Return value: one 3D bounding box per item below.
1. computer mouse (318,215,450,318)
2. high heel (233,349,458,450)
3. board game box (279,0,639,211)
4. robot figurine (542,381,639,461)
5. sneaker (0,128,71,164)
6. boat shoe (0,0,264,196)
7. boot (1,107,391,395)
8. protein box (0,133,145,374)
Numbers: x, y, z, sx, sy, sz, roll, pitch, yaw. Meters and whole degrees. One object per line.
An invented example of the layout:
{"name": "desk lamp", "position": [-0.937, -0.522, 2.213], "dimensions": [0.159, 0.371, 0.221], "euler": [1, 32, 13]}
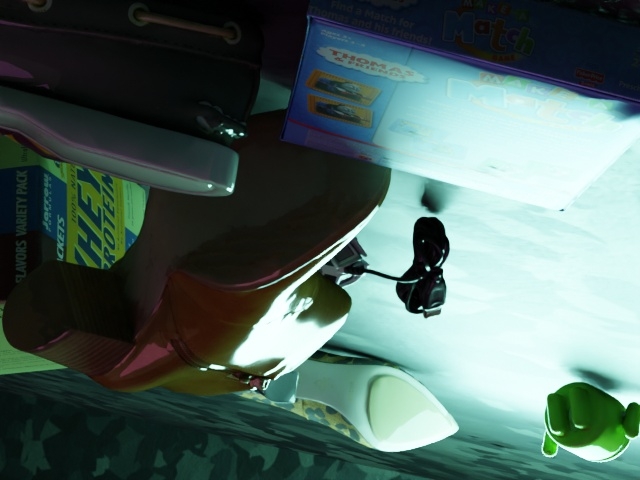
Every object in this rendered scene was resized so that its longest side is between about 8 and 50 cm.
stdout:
{"name": "computer mouse", "position": [0.000, 0.000, 1.234], "dimensions": [0.193, 0.042, 0.106], "euler": [14, 152, 14]}
{"name": "high heel", "position": [0.011, 0.161, 1.937], "dimensions": [0.261, 0.093, 0.186], "euler": [17, 180, -27]}
{"name": "board game box", "position": [0.066, -0.070, 0.841], "dimensions": [0.160, 0.039, 0.211], "euler": [14, 169, -2]}
{"name": "robot figurine", "position": [0.261, 0.176, 1.702], "dimensions": [0.101, 0.067, 0.115], "euler": [-19, 153, 26]}
{"name": "sneaker", "position": [-0.144, -0.078, 0.982], "dimensions": [0.084, 0.070, 0.185], "euler": [12, 168, -13]}
{"name": "boat shoe", "position": [-0.175, -0.106, 0.835], "dimensions": [0.305, 0.091, 0.109], "euler": [18, 173, -14]}
{"name": "boot", "position": [-0.033, 0.016, 1.100], "dimensions": [0.295, 0.104, 0.211], "euler": [-27, 156, 28]}
{"name": "protein box", "position": [-0.249, 0.009, 1.238], "dimensions": [0.199, 0.136, 0.201], "euler": [-7, 163, 14]}
